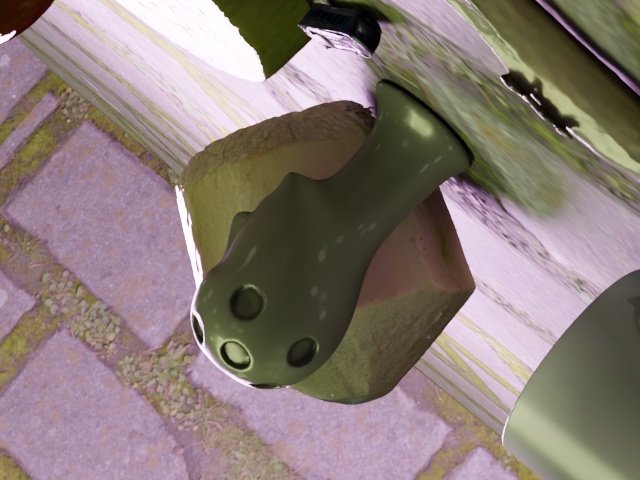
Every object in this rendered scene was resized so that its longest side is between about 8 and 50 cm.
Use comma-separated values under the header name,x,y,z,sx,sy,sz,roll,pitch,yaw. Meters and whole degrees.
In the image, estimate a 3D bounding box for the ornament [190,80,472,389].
name,x,y,z,sx,sy,sz,roll,pitch,yaw
ornament,0.000,0.000,0.942,0.081,0.156,0.075,39,175,12

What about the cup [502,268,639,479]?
name,x,y,z,sx,sy,sz,roll,pitch,yaw
cup,0.167,0.079,0.834,0.133,0.136,0.099,38,142,22

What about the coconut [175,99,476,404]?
name,x,y,z,sx,sy,sz,roll,pitch,yaw
coconut,0.002,0.013,1.051,0.147,0.147,0.153,57,-164,-77

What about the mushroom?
name,x,y,z,sx,sy,sz,roll,pitch,yaw
mushroom,0.107,-0.021,0.578,0.306,0.043,0.068,41,159,15

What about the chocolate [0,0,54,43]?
name,x,y,z,sx,sy,sz,roll,pitch,yaw
chocolate,-0.222,-0.178,1.100,0.177,0.177,0.177,41,176,3

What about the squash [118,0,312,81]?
name,x,y,z,sx,sy,sz,roll,pitch,yaw
squash,-0.108,-0.165,0.928,0.252,0.049,0.252,40,176,4

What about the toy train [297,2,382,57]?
name,x,y,z,sx,sy,sz,roll,pitch,yaw
toy train,0.011,-0.091,0.841,0.017,0.017,0.083,40,177,-18
